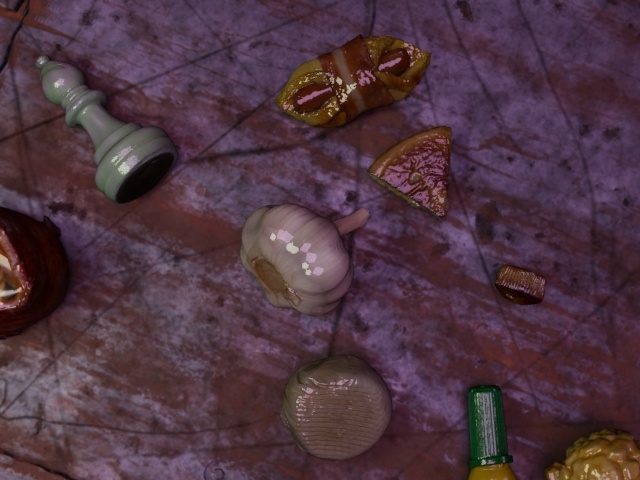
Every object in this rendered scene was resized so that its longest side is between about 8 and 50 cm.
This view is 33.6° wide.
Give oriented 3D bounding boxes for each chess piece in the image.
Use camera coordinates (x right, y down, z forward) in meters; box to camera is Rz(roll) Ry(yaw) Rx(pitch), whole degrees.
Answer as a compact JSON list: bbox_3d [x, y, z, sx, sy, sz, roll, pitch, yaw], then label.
[{"bbox_3d":[-0.361,-0.194,1.673,0.139,0.139,0.272,-43,79,-3],"label":"chess piece"}]

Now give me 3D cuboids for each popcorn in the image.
[{"bbox_3d":[0.438,0.370,1.650,0.180,0.180,0.170,16,106,-1],"label":"popcorn"}]

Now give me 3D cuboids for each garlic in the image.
[{"bbox_3d":[0.000,0.000,1.657,0.226,0.199,0.199,-37,90,-29],"label":"garlic"}]

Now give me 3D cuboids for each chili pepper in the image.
[{"bbox_3d":[-0.518,0.051,1.563,0.251,0.305,0.229,25,90,-3],"label":"chili pepper"}]

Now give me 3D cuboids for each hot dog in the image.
[{"bbox_3d":[0.057,-0.258,1.692,0.261,0.093,0.123,-27,89,-2],"label":"hot dog"}]

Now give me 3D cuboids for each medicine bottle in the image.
[{"bbox_3d":[0.274,0.385,1.689,0.111,0.076,0.309,-2,87,-25],"label":"medicine bottle"}]

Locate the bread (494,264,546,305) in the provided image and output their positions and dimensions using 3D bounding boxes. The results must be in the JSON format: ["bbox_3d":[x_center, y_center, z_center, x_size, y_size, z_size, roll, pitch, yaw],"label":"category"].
[{"bbox_3d":[0.320,0.075,1.697,0.085,0.085,0.053,20,82,-1],"label":"bread"}]

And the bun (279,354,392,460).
[{"bbox_3d":[0.019,0.254,1.666,0.173,0.113,0.166,40,92,-24],"label":"bun"}]

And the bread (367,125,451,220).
[{"bbox_3d":[0.143,-0.108,1.711,0.136,0.054,0.154,1,83,-3],"label":"bread"}]
